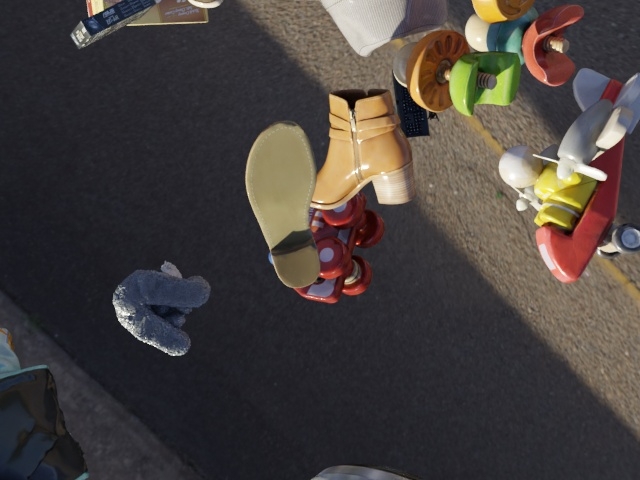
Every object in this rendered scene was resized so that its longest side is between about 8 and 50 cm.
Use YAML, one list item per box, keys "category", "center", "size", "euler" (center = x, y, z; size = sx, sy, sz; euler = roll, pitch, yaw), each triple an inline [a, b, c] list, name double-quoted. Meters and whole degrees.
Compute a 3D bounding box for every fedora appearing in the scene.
- category: "fedora"
  center: [0.095, -0.337, 0.930]
  size: [0.244, 0.275, 0.124]
  euler: [-17, 105, 15]

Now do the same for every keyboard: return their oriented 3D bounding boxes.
- category: "keyboard"
  center: [0.238, -0.352, 1.646]
  size: [0.100, 0.038, 0.191]
  euler: [-7, 79, -1]

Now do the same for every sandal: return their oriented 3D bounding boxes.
- category: "sandal"
  center: [-0.048, -0.055, 0.858]
  size: [0.088, 0.079, 0.239]
  euler: [-12, 124, -5]

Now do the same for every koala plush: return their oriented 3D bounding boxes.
- category: "koala plush"
  center: [-0.384, 0.141, 1.599]
  size: [0.204, 0.221, 0.196]
  euler: [21, 93, -10]

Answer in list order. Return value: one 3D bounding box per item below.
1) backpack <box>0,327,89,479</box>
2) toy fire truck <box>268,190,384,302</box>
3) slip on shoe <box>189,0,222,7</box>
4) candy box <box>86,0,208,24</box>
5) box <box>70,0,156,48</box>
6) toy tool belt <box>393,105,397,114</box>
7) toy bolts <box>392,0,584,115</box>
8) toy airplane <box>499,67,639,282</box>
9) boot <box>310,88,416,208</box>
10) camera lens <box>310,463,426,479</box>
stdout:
- category: "backpack"
  center: [-0.248, 0.151, 0.419]
  size: [0.144, 0.166, 0.188]
  euler: [56, 143, 23]
- category: "toy fire truck"
  center: [0.000, 0.000, 1.656]
  size: [0.254, 0.169, 0.302]
  euler: [8, 74, 32]
- category: "slip on shoe"
  center: [-0.245, -0.489, 1.264]
  size: [0.135, 0.041, 0.051]
  euler: [35, 70, 16]
- category: "candy box"
  center: [-0.446, -0.655, 1.718]
  size: [0.088, 0.317, 0.182]
  euler: [17, 116, 41]
- category: "box"
  center: [-0.225, -0.240, 0.719]
  size: [0.083, 0.067, 0.018]
  euler: [-37, 109, -22]
- category: "toy tool belt"
  center: [0.178, -0.345, 1.744]
  size: [0.052, 0.083, 0.051]
  euler: [9, 99, 7]
- category: "toy bolts"
  center: [0.209, -0.281, 0.851]
  size: [0.158, 0.229, 0.218]
  euler: [32, 128, 44]
- category: "toy airplane"
  center: [0.498, -0.161, 1.320]
  size: [0.273, 0.384, 0.386]
  euler: [8, 130, 6]
- category: "boot"
  center: [0.040, -0.176, 1.280]
  size: [0.284, 0.109, 0.220]
  euler: [4, 124, 38]
- category: "camera lens"
  center: [0.052, 0.409, 0.736]
  size: [0.220, 0.274, 0.219]
  euler: [16, 143, 13]
